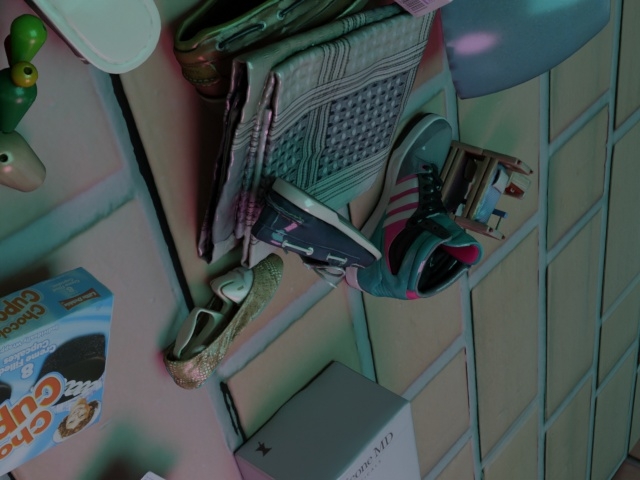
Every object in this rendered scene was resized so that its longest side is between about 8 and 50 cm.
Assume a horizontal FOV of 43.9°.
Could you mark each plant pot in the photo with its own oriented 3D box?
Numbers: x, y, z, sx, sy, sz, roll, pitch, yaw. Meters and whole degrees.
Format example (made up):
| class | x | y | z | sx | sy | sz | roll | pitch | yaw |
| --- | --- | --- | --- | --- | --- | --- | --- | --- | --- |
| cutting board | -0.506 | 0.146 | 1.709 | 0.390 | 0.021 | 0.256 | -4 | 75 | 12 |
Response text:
| class | x | y | z | sx | sy | sz | roll | pitch | yaw |
| --- | --- | --- | --- | --- | --- | --- | --- | --- | --- |
| plant pot | 0.269 | -0.338 | 1.032 | 0.290 | 0.196 | 0.290 | -2 | 90 | -72 |

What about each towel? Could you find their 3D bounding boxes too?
| class | x | y | z | sx | sy | sz | roll | pitch | yaw |
| --- | --- | --- | --- | --- | --- | --- | --- | --- | --- |
| towel | 0.002 | -0.123 | 0.954 | 0.324 | 0.056 | 0.312 | -29 | 152 | -37 |

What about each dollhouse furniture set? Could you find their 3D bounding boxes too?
| class | x | y | z | sx | sy | sz | roll | pitch | yaw |
| --- | --- | --- | --- | --- | --- | --- | --- | --- | --- |
| dollhouse furniture set | 0.292 | -0.069 | 1.346 | 0.184 | 0.129 | 0.129 | 21 | 92 | -52 |

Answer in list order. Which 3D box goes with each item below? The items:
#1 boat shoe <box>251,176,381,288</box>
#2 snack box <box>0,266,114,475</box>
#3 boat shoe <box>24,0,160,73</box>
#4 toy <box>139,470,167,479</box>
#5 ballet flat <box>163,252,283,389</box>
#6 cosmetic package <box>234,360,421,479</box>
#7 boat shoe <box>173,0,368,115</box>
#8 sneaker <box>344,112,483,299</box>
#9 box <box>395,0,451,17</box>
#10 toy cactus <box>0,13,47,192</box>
| class | x | y | z | sx | sy | sz | roll | pitch | yaw |
| --- | --- | --- | --- | --- | --- | --- | --- | --- | --- |
| boat shoe | 0.000 | 0.000 | 0.966 | 0.079 | 0.095 | 0.254 | -54 | 156 | 3 |
| snack box | -0.341 | 0.161 | 0.721 | 0.322 | 0.060 | 0.187 | -26 | 143 | -44 |
| boat shoe | -0.243 | -0.269 | 0.644 | 0.109 | 0.091 | 0.305 | -42 | 136 | -11 |
| toy | -0.267 | 0.383 | 0.975 | 0.237 | 0.056 | 0.137 | -51 | 143 | -12 |
| ballet flat | -0.122 | 0.089 | 0.988 | 0.206 | 0.073 | 0.067 | -57 | 133 | -16 |
| cosmetic package | 0.041 | 0.446 | 1.287 | 0.230 | 0.162 | 0.453 | -39 | 134 | -31 |
| boat shoe | -0.034 | -0.276 | 0.869 | 0.307 | 0.111 | 0.104 | -53 | 141 | -18 |
| sneaker | 0.168 | -0.038 | 1.174 | 0.124 | 0.178 | 0.295 | 25 | 88 | -52 |
| box | 0.015 | -0.351 | 0.817 | 0.324 | 0.067 | 0.063 | 29 | 69 | -27 |
| toy cactus | -0.303 | -0.092 | 0.676 | 0.218 | 0.112 | 0.180 | -60 | 161 | -12 |
